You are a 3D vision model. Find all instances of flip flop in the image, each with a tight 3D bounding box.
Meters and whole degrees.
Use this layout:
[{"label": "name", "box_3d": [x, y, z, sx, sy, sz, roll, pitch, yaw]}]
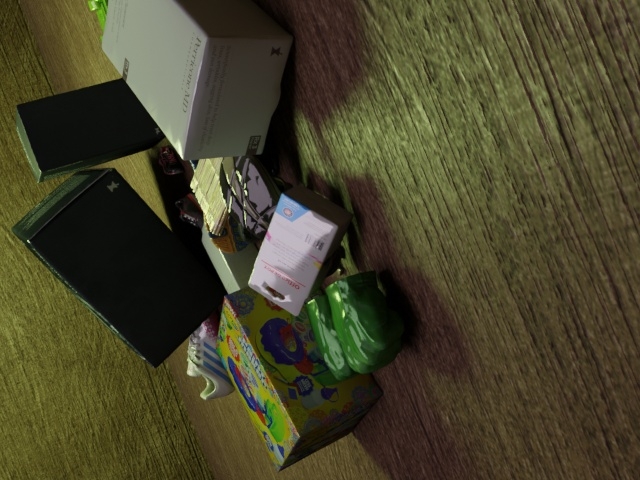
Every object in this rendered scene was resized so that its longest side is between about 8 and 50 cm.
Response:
[{"label": "flip flop", "box_3d": [-0.065, -0.051, 1.227, 0.277, 0.080, 0.112, 43, 126, 9]}]

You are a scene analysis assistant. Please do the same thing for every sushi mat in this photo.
[{"label": "sushi mat", "box_3d": [-0.164, -0.173, 1.306, 0.151, 0.019, 0.317, 59, 136, 36]}]

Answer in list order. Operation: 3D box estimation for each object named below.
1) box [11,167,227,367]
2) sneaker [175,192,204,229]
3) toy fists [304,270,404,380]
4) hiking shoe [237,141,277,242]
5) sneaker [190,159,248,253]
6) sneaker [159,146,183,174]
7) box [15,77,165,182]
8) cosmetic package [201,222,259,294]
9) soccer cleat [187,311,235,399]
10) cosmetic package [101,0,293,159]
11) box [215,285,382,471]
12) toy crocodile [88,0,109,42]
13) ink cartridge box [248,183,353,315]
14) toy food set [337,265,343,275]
[{"label": "box", "box_3d": [-0.584, 0.059, 2.078, 0.480, 0.297, 0.471, 51, 160, -21]}, {"label": "sneaker", "box_3d": [-0.330, -0.058, 1.895, 0.158, 0.064, 0.061, 48, 151, 40]}, {"label": "toy fists", "box_3d": [0.056, 0.144, 1.164, 0.279, 0.096, 0.142, 135, 119, -68]}, {"label": "hiking shoe", "box_3d": [-0.129, -0.105, 1.383, 0.114, 0.086, 0.227, -127, 35, -46]}, {"label": "sneaker", "box_3d": [-0.207, -0.121, 1.538, 0.131, 0.111, 0.297, -117, 16, -62]}, {"label": "sneaker", "box_3d": [-0.404, -0.216, 1.954, 0.119, 0.047, 0.057, 41, 134, 46]}, {"label": "box", "box_3d": [-0.626, -0.302, 1.977, 0.312, 0.343, 0.179, -1, 109, 66]}, {"label": "cosmetic package", "box_3d": [-0.183, 0.056, 1.643, 0.231, 0.085, 0.117, 62, 157, 18]}, {"label": "soccer cleat", "box_3d": [-0.353, 0.328, 2.210, 0.116, 0.143, 0.332, -1, 110, 67]}, {"label": "cosmetic package", "box_3d": [-0.219, -0.324, 1.206, 0.385, 0.156, 0.217, 50, 135, 39]}, {"label": "box", "box_3d": [-0.056, 0.249, 1.408, 0.290, 0.176, 0.279, 59, 155, 21]}, {"label": "toy crocodile", "box_3d": [-0.497, -0.554, 1.784, 0.340, 0.105, 0.115, 20, 130, 67]}, {"label": "ink cartridge box", "box_3d": [-0.034, 0.016, 1.151, 0.104, 0.061, 0.181, 31, 120, 13]}, {"label": "toy food set", "box_3d": [0.000, 0.000, 1.248, 0.122, 0.019, 0.078, 49, 152, 38]}]
